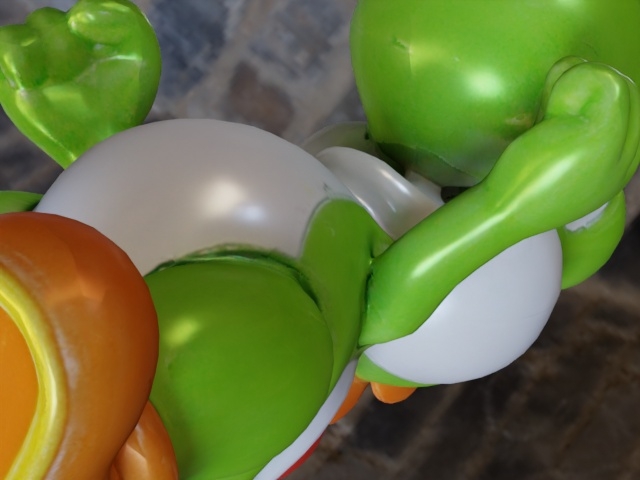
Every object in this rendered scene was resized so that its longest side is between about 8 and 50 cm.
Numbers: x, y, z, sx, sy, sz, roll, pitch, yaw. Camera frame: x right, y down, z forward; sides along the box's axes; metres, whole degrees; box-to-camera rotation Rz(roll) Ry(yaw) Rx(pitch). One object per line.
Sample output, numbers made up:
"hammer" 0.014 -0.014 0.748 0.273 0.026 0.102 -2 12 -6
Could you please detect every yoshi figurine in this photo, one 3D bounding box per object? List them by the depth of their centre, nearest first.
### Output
"yoshi figurine" -0.004 -0.028 0.475 0.362 0.203 0.203 -17 164 -49
